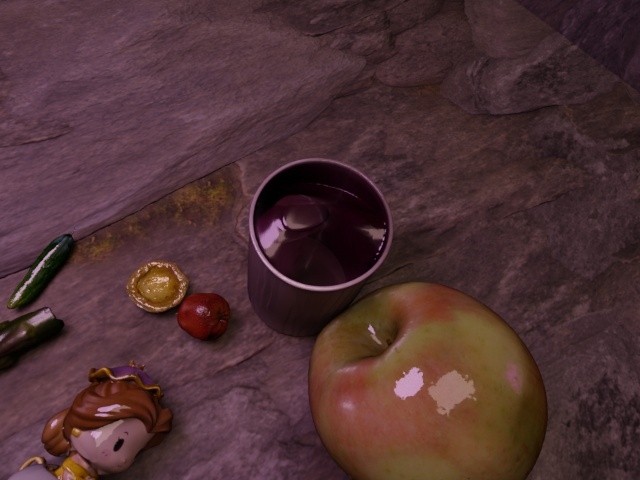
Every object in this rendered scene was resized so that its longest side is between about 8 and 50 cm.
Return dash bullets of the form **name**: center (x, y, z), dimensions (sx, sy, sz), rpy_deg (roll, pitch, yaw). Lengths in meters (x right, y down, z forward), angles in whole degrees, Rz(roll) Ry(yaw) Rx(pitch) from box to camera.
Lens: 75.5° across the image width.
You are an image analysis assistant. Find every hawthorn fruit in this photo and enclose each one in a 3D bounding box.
- **hawthorn fruit**: center (-0.203, 0.130, 0.710), dimensions (0.093, 0.093, 0.092), rpy_deg (5, 60, -9)

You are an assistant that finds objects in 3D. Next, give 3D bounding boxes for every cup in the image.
- **cup**: center (-0.019, 0.000, 0.708), dimensions (0.209, 0.273, 0.287), rpy_deg (3, 60, -10)

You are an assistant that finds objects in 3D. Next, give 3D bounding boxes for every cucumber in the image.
- **cucumber**: center (-0.481, 0.047, 0.720), dimensions (0.039, 0.039, 0.167), rpy_deg (22, 61, 1)

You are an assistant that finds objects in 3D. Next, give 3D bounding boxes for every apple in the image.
- **apple**: center (0.153, 0.222, 0.607), dimensions (0.277, 0.319, 0.319), rpy_deg (51, 57, -22)

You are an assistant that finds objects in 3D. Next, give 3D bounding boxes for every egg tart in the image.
- **egg tart**: center (-0.289, 0.085, 0.738), dimensions (0.105, 0.039, 0.105), rpy_deg (5, 60, -9)

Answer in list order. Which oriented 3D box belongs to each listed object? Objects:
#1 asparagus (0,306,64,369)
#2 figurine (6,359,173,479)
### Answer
- **asparagus**: center (-0.537, 0.188, 0.608), dimensions (0.287, 0.080, 0.080), rpy_deg (-33, 72, -34)
- **figurine**: center (-0.313, 0.291, 0.560), dimensions (0.190, 0.142, 0.263), rpy_deg (14, 56, 23)
